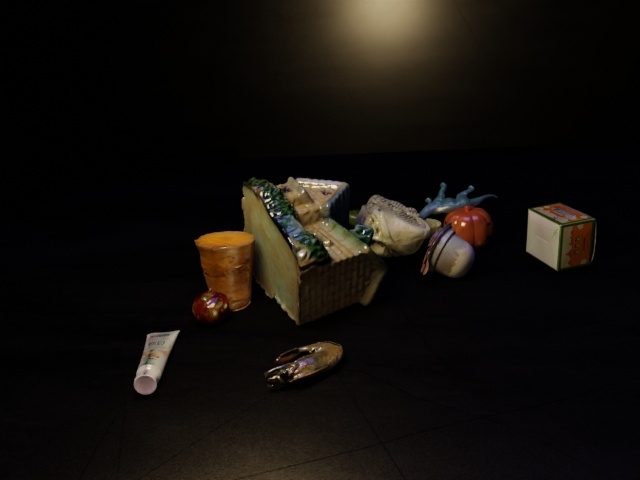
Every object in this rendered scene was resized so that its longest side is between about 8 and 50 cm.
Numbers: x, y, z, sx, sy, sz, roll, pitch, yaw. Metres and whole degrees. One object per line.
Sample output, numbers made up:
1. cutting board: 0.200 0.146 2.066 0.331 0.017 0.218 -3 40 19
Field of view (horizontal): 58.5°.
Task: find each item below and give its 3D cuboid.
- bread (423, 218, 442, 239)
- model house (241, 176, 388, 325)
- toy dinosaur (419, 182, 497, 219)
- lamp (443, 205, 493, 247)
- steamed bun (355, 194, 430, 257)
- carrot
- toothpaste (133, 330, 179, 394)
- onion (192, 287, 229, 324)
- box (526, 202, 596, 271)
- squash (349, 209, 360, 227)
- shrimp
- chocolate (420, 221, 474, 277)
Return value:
1. bread: 0.423 -0.040 2.352 0.156 0.064 0.117 -13 18 -15
2. model house: 0.000 0.000 1.909 0.400 0.395 0.445 -14 35 -25
3. toy dinosaur: 0.576 -0.121 2.507 0.384 0.129 0.331 2 34 16
4. lamp: 0.574 -0.058 2.224 0.188 0.163 0.187 -7 22 3
5. steamed bun: 0.266 -0.027 2.201 0.280 0.207 0.268 18 23 -12
6. carrot: -0.309 0.108 1.902 0.196 0.254 0.196 -1 21 0
7. toothpaste: -0.473 0.332 1.642 0.100 0.066 0.323 -7 16 -5
8. onion: -0.354 0.218 1.834 0.117 0.118 0.118 1 22 27
9. box: 0.849 -0.017 2.028 0.148 0.177 0.195 -9 22 -11
10. squash: 0.223 -0.072 2.459 0.087 0.087 0.331 -22 28 -36
11. shrimp: -0.053 0.327 1.562 0.253 0.058 0.173 -14 15 -28
12. chocolate: 0.452 0.058 1.977 0.147 0.221 0.221 32 39 28
